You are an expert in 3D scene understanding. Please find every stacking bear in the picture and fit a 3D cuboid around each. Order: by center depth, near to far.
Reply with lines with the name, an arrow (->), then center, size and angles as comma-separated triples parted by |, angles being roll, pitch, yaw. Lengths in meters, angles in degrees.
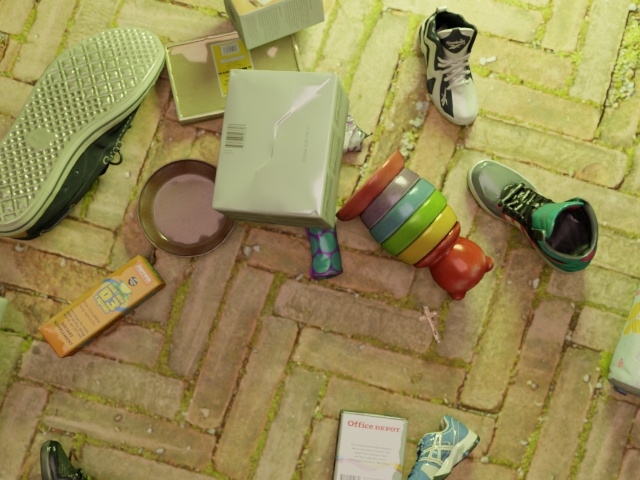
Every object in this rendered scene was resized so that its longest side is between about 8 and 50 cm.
stacking bear -> 0.195, -0.017, 1.402 | 0.289, 0.164, 0.175 | 43, 84, 0

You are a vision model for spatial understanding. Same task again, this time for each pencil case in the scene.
pencil case -> 0.648, 0.172, 1.402 | 0.124, 0.113, 0.273 | 22, 83, -8
pencil case -> 0.000, 0.000, 1.437 | 0.070, 0.064, 0.151 | -8, 82, -18

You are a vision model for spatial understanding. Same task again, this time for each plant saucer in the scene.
plant saucer -> -0.260, -0.063, 1.455 | 0.199, 0.036, 0.198 | 0, 83, 0

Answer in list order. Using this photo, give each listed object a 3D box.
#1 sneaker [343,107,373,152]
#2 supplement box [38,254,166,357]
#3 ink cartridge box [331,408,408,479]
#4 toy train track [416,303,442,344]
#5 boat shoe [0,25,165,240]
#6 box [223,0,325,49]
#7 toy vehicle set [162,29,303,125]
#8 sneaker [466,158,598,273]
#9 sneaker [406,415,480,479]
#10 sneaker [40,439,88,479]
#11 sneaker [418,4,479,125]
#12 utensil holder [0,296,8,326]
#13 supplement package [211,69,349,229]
sneaker -> 0.072, -0.224, 1.482 | 0.069, 0.038, 0.098 | 3, 92, -2
supplement box -> -0.415, 0.125, 1.408 | 0.233, 0.080, 0.078 | -38, 87, -7
ink cartridge box -> 0.090, 0.413, 1.382 | 0.128, 0.072, 0.175 | 8, 83, 0
toy train track -> 0.220, 0.165, 1.445 | 0.048, 0.014, 0.083 | -21, 84, -3
boat shoe -> -0.473, -0.208, 1.416 | 0.187, 0.156, 0.500 | 28, 72, 7
box -> -0.096, -0.477, 1.453 | 0.171, 0.091, 0.130 | -23, 59, -9
toy vehicle set -> -0.172, -0.341, 1.490 | 0.267, 0.035, 0.165 | -12, 83, -2
sneaker -> 0.410, -0.054, 1.392 | 0.295, 0.178, 0.124 | 42, 84, 4
sneaker -> 0.204, 0.412, 1.368 | 0.081, 0.080, 0.211 | 45, 54, 16
sneaker -> -0.433, 0.464, 1.364 | 0.130, 0.087, 0.227 | -22, 87, -5
sneaker -> 0.260, -0.351, 1.440 | 0.094, 0.153, 0.234 | -10, 83, 0
utensil holder -> -0.754, 0.243, 1.271 | 0.328, 0.327, 0.385 | 16, 80, 1
supplement package -> -0.069, -0.165, 1.362 | 0.204, 0.145, 0.261 | 5, 82, 12
